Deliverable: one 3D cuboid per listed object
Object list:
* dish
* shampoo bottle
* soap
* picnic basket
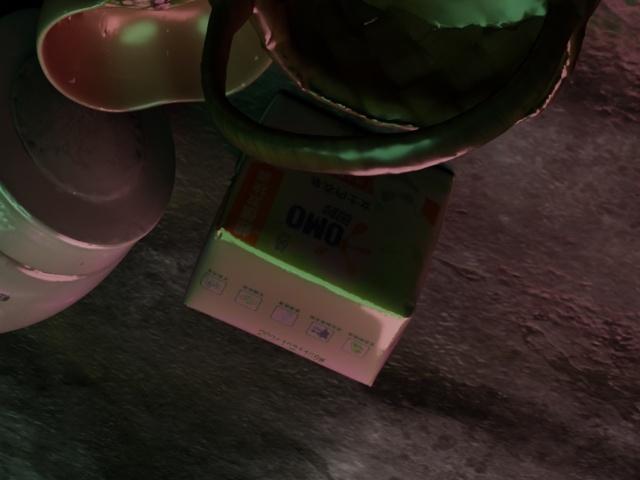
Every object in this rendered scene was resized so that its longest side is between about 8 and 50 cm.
[{"bbox_3d":[-0.137,-0.196,1.565,0.213,0.090,0.213,-7,156,-3],"label":"dish"},{"bbox_3d":[-0.293,-0.060,1.701,0.273,0.273,0.266,40,137,-23],"label":"shampoo bottle"},{"bbox_3d":[0.000,0.000,1.703,0.199,0.182,0.138,25,143,-6],"label":"soap"},{"bbox_3d":[0.048,-0.170,1.351,0.293,0.337,0.337,4,140,23],"label":"picnic basket"}]
